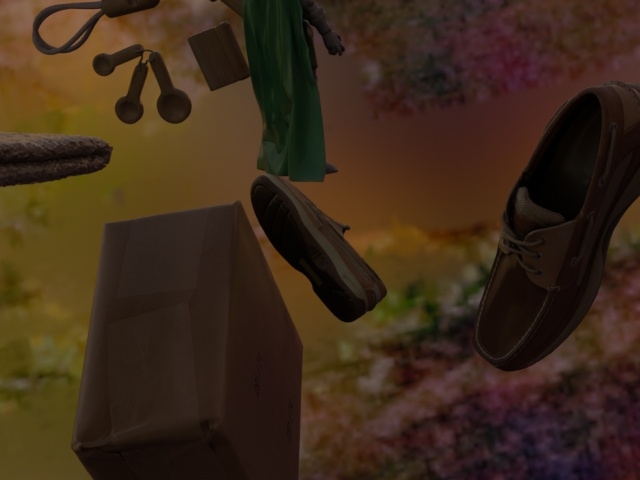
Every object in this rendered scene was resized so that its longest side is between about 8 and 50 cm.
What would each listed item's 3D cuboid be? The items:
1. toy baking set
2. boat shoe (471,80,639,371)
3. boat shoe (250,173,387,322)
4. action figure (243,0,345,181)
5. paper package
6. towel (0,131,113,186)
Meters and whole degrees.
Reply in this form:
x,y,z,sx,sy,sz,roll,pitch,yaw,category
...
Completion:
x,y,z,sx,sy,sz,roll,pitch,yaw,category
-0.188,-0.223,1.399,0.197,0.256,0.030,-46,4,25,toy baking set
0.227,-0.018,1.421,0.116,0.324,0.123,8,21,-45,boat shoe
0.000,0.000,1.542,0.072,0.190,0.068,-31,-8,-36,boat shoe
-0.026,-0.173,1.239,0.063,0.232,0.137,-11,13,-29,action figure
-0.136,0.171,1.590,0.168,0.309,0.325,-10,47,11,paper package
-0.343,-0.078,1.374,0.187,0.049,0.282,5,8,19,towel
